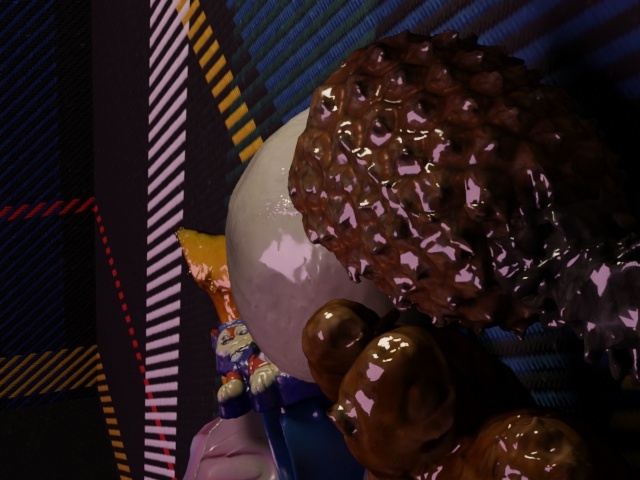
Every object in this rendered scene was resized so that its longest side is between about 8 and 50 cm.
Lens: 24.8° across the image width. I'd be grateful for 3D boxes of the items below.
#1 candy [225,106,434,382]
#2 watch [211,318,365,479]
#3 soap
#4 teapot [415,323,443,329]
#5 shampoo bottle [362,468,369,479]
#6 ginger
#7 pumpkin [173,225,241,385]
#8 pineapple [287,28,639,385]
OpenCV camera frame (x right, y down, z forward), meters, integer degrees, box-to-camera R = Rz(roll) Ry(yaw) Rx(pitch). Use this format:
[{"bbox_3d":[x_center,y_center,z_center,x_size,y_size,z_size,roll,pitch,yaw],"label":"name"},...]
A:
[{"bbox_3d":[0.000,0.000,1.368,0.295,0.185,0.295,178,90,-68],"label":"candy"},{"bbox_3d":[-0.018,0.194,1.617,0.196,0.171,0.200,-107,3,-71],"label":"watch"},{"bbox_3d":[-0.097,0.377,1.875,0.109,0.193,0.324,122,139,-63],"label":"soap"},{"bbox_3d":[0.119,0.134,1.261,0.091,0.124,0.092,19,75,56],"label":"teapot"},{"bbox_3d":[0.077,0.235,1.466,0.234,0.049,0.087,100,155,-45],"label":"shampoo bottle"},{"bbox_3d":[0.110,0.153,1.035,0.274,0.152,0.357,58,173,-17],"label":"ginger"},{"bbox_3d":[-0.079,0.074,1.903,0.130,0.149,0.254,26,-142,-56],"label":"pumpkin"},{"bbox_3d":[0.128,-0.009,0.950,0.362,0.202,0.202,-138,43,-55],"label":"pineapple"}]
